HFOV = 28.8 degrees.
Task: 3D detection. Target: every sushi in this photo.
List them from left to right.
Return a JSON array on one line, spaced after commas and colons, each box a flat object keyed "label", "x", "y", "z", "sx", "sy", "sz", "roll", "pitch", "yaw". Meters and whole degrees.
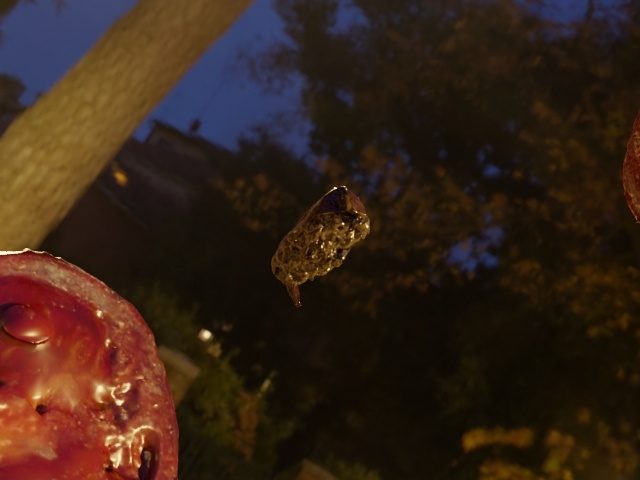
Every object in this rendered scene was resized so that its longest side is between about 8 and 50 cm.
[{"label": "sushi", "x": 0.000, "y": 0.000, "z": 1.015, "sx": 0.052, "sy": 0.120, "sz": 0.055, "roll": 35, "pitch": 31, "yaw": -19}]

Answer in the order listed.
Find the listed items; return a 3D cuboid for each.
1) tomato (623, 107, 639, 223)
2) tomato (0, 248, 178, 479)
[{"label": "tomato", "x": 0.314, "y": -0.074, "z": 0.974, "sx": 0.091, "sy": 0.159, "sz": 0.139, "roll": 12, "pitch": 3, "yaw": -21}, {"label": "tomato", "x": -0.208, "y": 0.132, "z": 0.843, "sx": 0.200, "sy": 0.233, "sz": 0.140, "roll": 4, "pitch": -20, "yaw": -45}]
